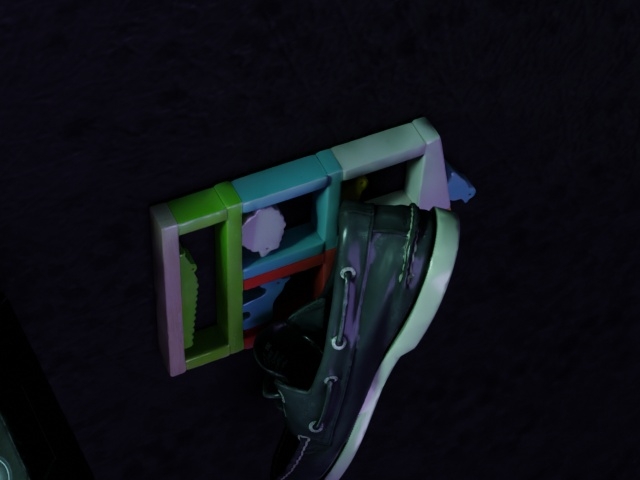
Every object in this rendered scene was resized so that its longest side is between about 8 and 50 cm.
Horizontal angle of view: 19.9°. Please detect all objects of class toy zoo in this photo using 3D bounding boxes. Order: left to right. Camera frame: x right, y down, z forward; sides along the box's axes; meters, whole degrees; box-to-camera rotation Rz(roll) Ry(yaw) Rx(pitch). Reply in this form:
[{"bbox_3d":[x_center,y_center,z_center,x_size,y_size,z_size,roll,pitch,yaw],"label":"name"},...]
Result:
[{"bbox_3d":[0.000,0.000,1.538,0.293,0.030,0.192,-18,142,-18],"label":"toy zoo"}]

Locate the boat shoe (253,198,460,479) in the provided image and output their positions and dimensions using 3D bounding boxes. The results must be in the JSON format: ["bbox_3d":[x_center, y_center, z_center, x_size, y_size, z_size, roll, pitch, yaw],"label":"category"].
[{"bbox_3d":[0.003,0.093,1.533,0.113,0.127,0.340,17,135,-12],"label":"boat shoe"}]

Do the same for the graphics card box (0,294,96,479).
[{"bbox_3d":[-0.347,0.226,1.377,0.371,0.233,0.094,-42,142,13],"label":"graphics card box"}]
